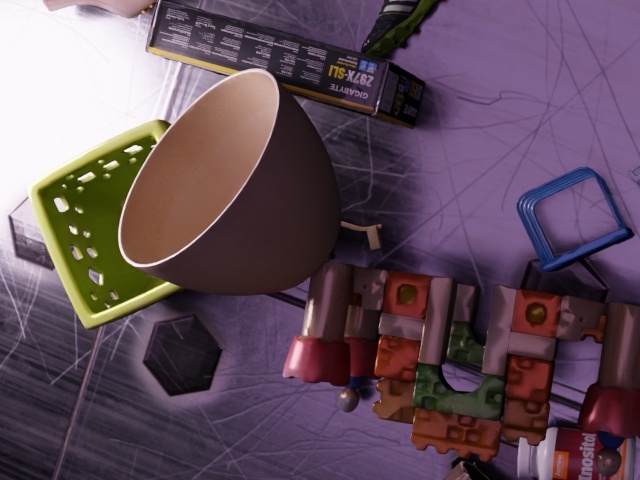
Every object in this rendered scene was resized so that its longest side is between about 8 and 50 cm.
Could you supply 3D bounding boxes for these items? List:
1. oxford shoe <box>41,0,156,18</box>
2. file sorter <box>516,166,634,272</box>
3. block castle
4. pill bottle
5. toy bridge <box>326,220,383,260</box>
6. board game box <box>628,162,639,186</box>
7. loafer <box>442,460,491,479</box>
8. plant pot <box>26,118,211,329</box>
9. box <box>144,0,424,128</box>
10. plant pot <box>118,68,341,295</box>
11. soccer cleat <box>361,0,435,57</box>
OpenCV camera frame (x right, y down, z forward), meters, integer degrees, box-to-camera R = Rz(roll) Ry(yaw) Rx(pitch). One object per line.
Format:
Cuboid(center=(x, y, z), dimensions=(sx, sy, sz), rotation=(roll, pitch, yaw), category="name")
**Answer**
Cuboid(center=(-0.244, -0.402, 1.820), dimensions=(0.364, 0.130, 0.132), rotation=(-1, 124, 9), category="oxford shoe")
Cuboid(center=(0.331, -0.028, 1.630), dimensions=(0.118, 0.170, 0.104), rotation=(-26, 83, 15), category="file sorter")
Cuboid(center=(0.202, 0.162, 1.606), dimensions=(0.453, 0.303, 0.213), rotation=(8, 88, 15), category="block castle")
Cuboid(center=(0.346, 0.298, 1.679), dimensions=(0.152, 0.086, 0.086), rotation=(3, 93, 15), category="pill bottle")
Cuboid(center=(0.000, 0.000, 1.794), dimensions=(0.188, 0.026, 0.063), rotation=(-14, 87, 15), category="toy bridge")
Cuboid(center=(0.529, -0.101, 1.642), dimensions=(0.201, 0.035, 0.136), rotation=(-40, 82, 13), category="board game box")
Cuboid(center=(0.307, 0.410, 1.669), dimensions=(0.366, 0.134, 0.130), rotation=(24, 98, 13), category="loafer")
Cuboid(center=(-0.241, -0.024, 1.766), dimensions=(0.228, 0.207, 0.227), rotation=(-25, 85, 15), category="plant pot")
Cuboid(center=(-0.038, -0.234, 1.678), dimensions=(0.322, 0.257, 0.079), rotation=(17, 97, 13), category="box")
Cuboid(center=(-0.085, -0.041, 1.540), dimensions=(0.191, 0.284, 0.284), rotation=(37, 104, -30), category="plant pot")
Cuboid(center=(0.113, -0.329, 1.741), dimensions=(0.179, 0.060, 0.072), rotation=(-47, 71, 6), category="soccer cleat")
